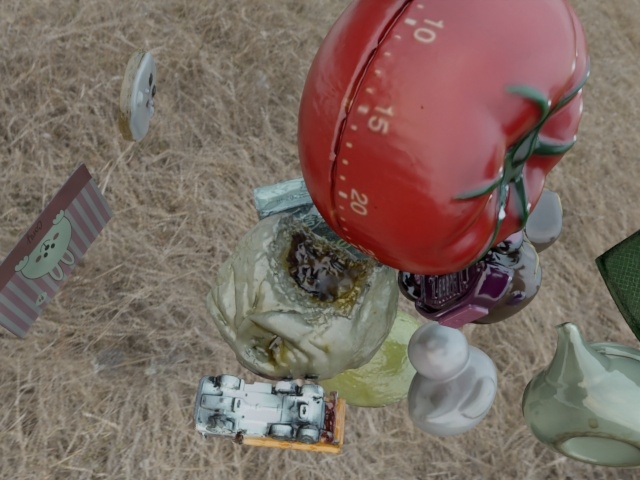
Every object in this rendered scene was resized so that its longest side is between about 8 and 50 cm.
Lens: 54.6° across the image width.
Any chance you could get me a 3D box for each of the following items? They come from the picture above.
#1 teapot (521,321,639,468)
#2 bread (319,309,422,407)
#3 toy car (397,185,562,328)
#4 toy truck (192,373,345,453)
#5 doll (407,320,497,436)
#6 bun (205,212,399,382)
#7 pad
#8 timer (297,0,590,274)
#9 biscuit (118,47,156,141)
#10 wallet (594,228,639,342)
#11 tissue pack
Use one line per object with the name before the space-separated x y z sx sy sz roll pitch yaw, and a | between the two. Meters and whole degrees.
teapot | 0.437 0.218 0.824 0.317 0.220 0.149 8 58 11
bread | 0.121 0.286 1.634 0.320 0.320 0.238 -18 107 -41
toy car | 0.300 0.002 1.109 0.240 0.271 0.341 19 59 -22
toy truck | -0.089 0.315 1.126 0.270 0.135 0.114 7 60 -2
doll | 0.268 0.293 1.359 0.221 0.221 0.251 37 69 -16
bun | -0.035 0.109 0.924 0.281 0.281 0.205 43 53 -12
pad | -0.491 0.023 1.130 0.005 0.202 0.300 25 66 11
timer | 0.146 -0.147 0.763 0.279 0.378 0.377 31 39 31
biscuit | -0.406 -0.326 1.399 0.049 0.181 0.208 13 89 -5
wallet | 0.454 0.041 0.755 0.055 0.236 0.160 -20 71 -25
tissue pack | 0.000 0.000 1.314 0.227 0.316 0.103 -15 47 -3
